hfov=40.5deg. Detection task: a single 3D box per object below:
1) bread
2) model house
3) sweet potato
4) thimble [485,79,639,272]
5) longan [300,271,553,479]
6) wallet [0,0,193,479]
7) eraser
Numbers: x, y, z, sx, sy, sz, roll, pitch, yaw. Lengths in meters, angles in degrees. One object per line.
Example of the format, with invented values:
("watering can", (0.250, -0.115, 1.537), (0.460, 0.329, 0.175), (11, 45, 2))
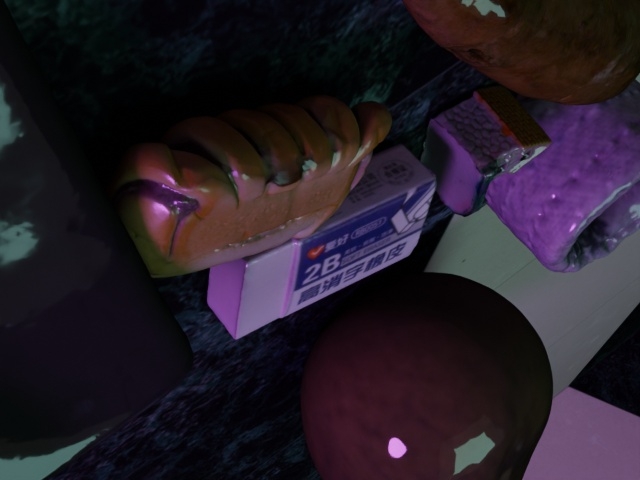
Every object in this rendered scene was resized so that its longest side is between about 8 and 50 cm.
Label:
("bread", (-0.053, -0.046, 0.644), (0.225, 0.081, 0.134), (-19, 153, -40))
("model house", (0.166, -0.088, 0.867), (0.100, 0.087, 0.100), (-29, 156, -19))
("sweet potato", (0.147, -0.185, 0.657), (0.423, 0.130, 0.130), (10, 126, -49))
("thimble", (0.304, -0.087, 0.984), (0.245, 0.157, 0.217), (-23, 152, -31))
("longan", (0.123, 0.197, 1.029), (0.319, 0.319, 0.319), (-32, 153, -18))
("wallet", (-0.207, 0.018, 0.499), (0.197, 0.051, 0.377), (-33, 140, -15))
("eraser", (0.000, 0.000, 0.809), (0.210, 0.068, 0.124), (-25, 152, -28))
